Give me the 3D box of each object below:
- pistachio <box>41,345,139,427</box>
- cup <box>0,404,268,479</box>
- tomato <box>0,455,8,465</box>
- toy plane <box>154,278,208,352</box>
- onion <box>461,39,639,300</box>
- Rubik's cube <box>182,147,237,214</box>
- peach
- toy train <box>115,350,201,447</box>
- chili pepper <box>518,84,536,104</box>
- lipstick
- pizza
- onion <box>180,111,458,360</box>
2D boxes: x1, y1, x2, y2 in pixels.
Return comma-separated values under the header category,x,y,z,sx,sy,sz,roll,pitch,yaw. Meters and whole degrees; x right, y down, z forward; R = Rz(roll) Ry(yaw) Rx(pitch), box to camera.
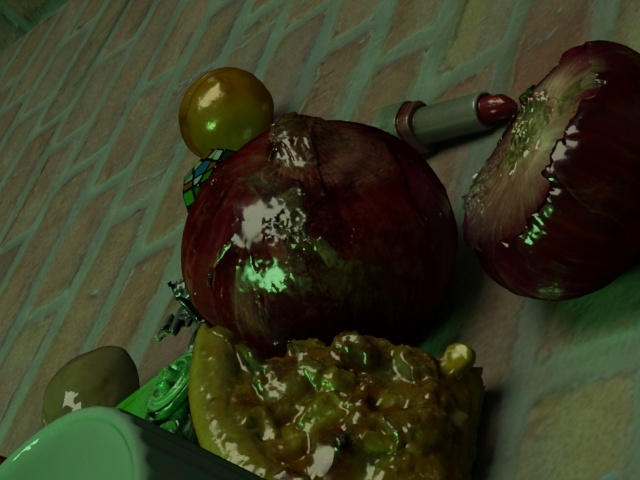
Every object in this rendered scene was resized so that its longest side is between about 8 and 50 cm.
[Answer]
category,x,y,z,sx,sy,sz,roll,pitch,yaw
pistachio,-0.263,0.198,1.839,0.124,0.124,0.185,-33,21,31
cup,-0.029,0.324,0.907,0.310,0.392,0.401,-48,28,14
tomato,-0.364,0.339,1.815,0.189,0.099,0.173,100,168,-47
toy plane,-0.125,0.066,1.741,0.192,0.088,0.262,-39,2,16
onion,0.219,-0.053,1.342,0.248,0.161,0.248,-42,13,12
Rubik's cube,-0.111,-0.056,1.969,0.133,0.112,0.133,-40,24,21
peach,-0.130,-0.170,2.163,0.138,0.138,0.138,-38,25,21
toy train,-0.152,0.231,1.576,0.188,0.132,0.243,-39,22,31
chili pepper,0.241,-0.149,1.616,0.055,0.035,0.118,-44,10,-25
lipstick,0.145,-0.135,1.729,0.186,0.063,0.057,-11,43,45
pizza,-0.001,0.180,1.287,0.258,0.087,0.268,2,44,9
onion,0.000,0.000,1.524,0.276,0.276,0.276,-38,25,21
